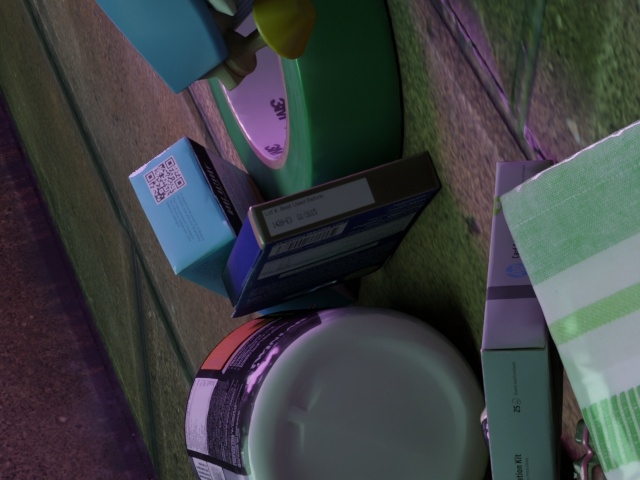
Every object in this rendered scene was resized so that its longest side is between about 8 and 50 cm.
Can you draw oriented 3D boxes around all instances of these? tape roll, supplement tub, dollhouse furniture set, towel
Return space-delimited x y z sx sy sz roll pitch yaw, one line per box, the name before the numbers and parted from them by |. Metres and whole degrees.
tape roll | -0.034 -0.180 1.510 0.321 0.077 0.321 163 90 -77
supplement tub | 0.000 0.149 1.536 0.316 0.193 0.194 169 84 -77
dollhouse furniture set | -0.050 -0.290 1.220 0.303 0.198 0.286 51 -146 -11
towel | 0.198 0.094 0.896 0.248 0.038 0.325 -34 73 59

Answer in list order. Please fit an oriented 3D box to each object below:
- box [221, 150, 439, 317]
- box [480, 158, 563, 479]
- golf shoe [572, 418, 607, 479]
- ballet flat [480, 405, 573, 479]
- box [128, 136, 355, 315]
box | 0.000 0.000 1.468 0.225 0.136 0.037 118 132 -71
box | 0.119 0.062 1.125 0.186 0.038 0.145 -77 -17 -53
golf shoe | 0.180 0.062 1.033 0.086 0.067 0.186 2 102 34
ballet flat | 0.156 0.156 1.273 0.049 0.057 0.173 -57 36 16
box | -0.060 0.001 1.617 0.100 0.060 0.244 63 -165 24
